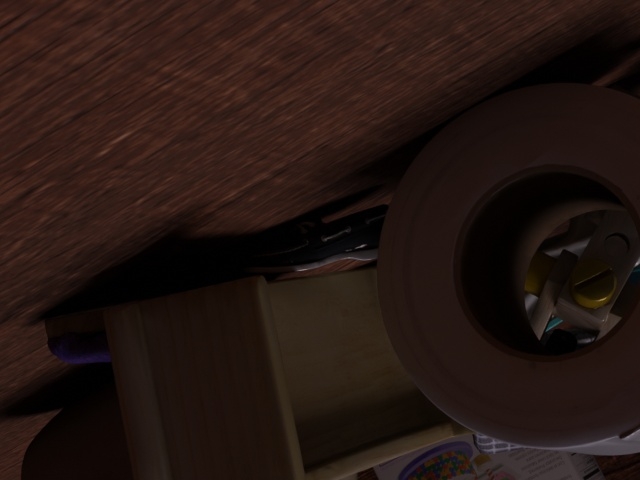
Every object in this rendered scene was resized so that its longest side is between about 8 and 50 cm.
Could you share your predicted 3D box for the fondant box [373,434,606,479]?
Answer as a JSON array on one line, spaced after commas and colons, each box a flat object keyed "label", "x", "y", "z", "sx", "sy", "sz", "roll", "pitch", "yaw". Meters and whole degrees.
[{"label": "fondant box", "x": 0.187, "y": 0.247, "z": 2.121, "sx": 0.238, "sy": 0.330, "sz": 0.096, "roll": -30, "pitch": 169, "yaw": 22}]

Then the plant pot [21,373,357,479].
[{"label": "plant pot", "x": -0.079, "y": 0.190, "z": 1.419, "sx": 0.191, "sy": 0.284, "sz": 0.284, "roll": -51, "pitch": 162, "yaw": 20}]

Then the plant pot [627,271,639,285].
[{"label": "plant pot", "x": 0.438, "y": -0.002, "z": 1.806, "sx": 0.195, "sy": 0.290, "sz": 0.290, "roll": -63, "pitch": 173, "yaw": -8}]

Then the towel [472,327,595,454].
[{"label": "towel", "x": 0.284, "y": 0.157, "z": 1.805, "sx": 0.284, "sy": 0.121, "sz": 0.235, "roll": -5, "pitch": 172, "yaw": 4}]

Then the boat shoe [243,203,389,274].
[{"label": "boat shoe", "x": 0.000, "y": 0.000, "z": 1.226, "sx": 0.125, "sy": 0.038, "sz": 0.046, "roll": -10, "pitch": -173, "yaw": -25}]

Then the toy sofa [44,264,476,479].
[{"label": "toy sofa", "x": -0.027, "y": 0.102, "z": 1.223, "sx": 0.177, "sy": 0.150, "sz": 0.362, "roll": -13, "pitch": 177, "yaw": 25}]

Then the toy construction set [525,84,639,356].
[{"label": "toy construction set", "x": 0.266, "y": 0.022, "z": 1.345, "sx": 0.257, "sy": 0.309, "sz": 0.237, "roll": -33, "pitch": 167, "yaw": -15}]

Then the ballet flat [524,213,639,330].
[{"label": "ballet flat", "x": 0.261, "y": -0.014, "z": 1.555, "sx": 0.400, "sy": 0.139, "sz": 0.139, "roll": -25, "pitch": 170, "yaw": -12}]

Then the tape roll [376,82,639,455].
[{"label": "tape roll", "x": 0.180, "y": 0.026, "z": 1.177, "sx": 0.246, "sy": 0.246, "sz": 0.169, "roll": -30, "pitch": 161, "yaw": 16}]
